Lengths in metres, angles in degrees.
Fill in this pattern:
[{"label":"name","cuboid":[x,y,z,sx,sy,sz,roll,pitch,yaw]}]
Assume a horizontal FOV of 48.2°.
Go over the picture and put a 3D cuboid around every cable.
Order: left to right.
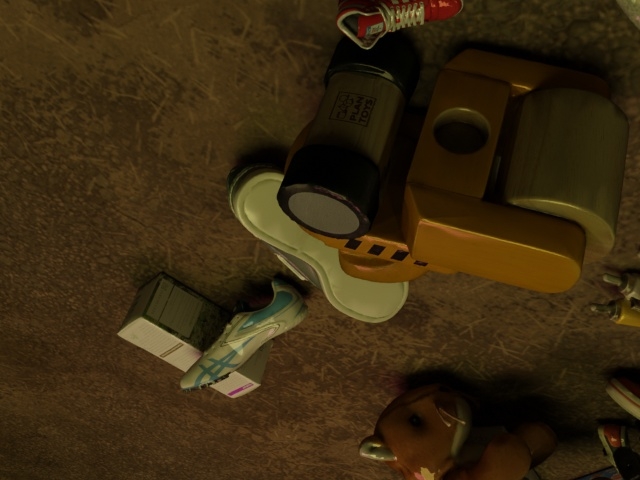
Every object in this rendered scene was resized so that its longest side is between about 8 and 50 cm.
[{"label":"cable","cuboid":[0.495,0.092,0.898,0.287,0.072,0.139,20,128,-12]}]

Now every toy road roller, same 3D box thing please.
[{"label":"toy road roller","cuboid":[0.125,-0.052,0.748,0.329,0.203,0.241,14,154,12]}]

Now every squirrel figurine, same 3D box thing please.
[{"label":"squirrel figurine","cuboid":[0.221,0.442,1.173,0.370,0.281,0.397,36,118,20]}]

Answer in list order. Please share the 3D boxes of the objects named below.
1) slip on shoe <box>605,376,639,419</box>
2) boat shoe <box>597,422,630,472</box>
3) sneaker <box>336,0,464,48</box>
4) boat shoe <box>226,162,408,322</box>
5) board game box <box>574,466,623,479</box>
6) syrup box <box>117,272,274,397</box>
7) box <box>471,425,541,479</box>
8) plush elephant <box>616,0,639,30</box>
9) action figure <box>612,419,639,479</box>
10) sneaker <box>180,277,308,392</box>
[{"label":"slip on shoe","cuboid":[0.579,0.262,1.020,0.331,0.101,0.123,19,175,25]},{"label":"boat shoe","cuboid":[0.499,0.354,1.212,0.043,0.049,0.137,-3,135,28]},{"label":"sneaker","cuboid":[0.072,-0.211,0.670,0.118,0.067,0.042,6,141,13]},{"label":"boat shoe","cuboid":[0.000,0.000,0.955,0.319,0.116,0.099,38,-179,-34]},{"label":"board game box","cuboid":[0.601,0.491,1.346,0.211,0.039,0.160,26,140,-13]},{"label":"syrup box","cuboid":[-0.204,0.163,1.199,0.237,0.093,0.096,35,138,-22]},{"label":"box","cuboid":[0.302,0.470,1.415,0.232,0.058,0.322,-12,132,31]},{"label":"plush elephant","cuboid":[0.290,-0.247,0.403,0.330,0.272,0.255,11,137,56]},{"label":"action figure","cuboid":[0.575,0.415,1.187,0.185,0.099,0.285,-41,123,3]},{"label":"sneaker","cuboid":[-0.128,0.148,1.105,0.237,0.085,0.086,-39,88,6]}]
